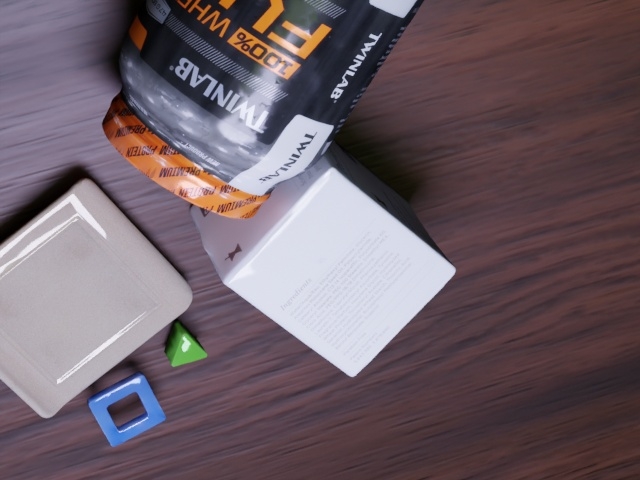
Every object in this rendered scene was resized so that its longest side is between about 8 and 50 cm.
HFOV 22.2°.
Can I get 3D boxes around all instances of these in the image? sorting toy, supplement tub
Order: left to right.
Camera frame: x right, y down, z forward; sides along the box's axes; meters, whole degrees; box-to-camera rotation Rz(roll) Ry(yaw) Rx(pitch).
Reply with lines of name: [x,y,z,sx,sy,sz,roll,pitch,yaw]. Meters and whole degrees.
sorting toy: [-0.251,0.052,1.583,0.196,0.047,0.348,-40,122,0]
supplement tub: [-0.037,-0.200,1.421,0.207,0.207,0.338,25,107,-28]

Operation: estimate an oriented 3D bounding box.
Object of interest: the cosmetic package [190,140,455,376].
cosmetic package: [0.000,0.000,1.573,0.151,0.151,0.183,-46,122,9]
